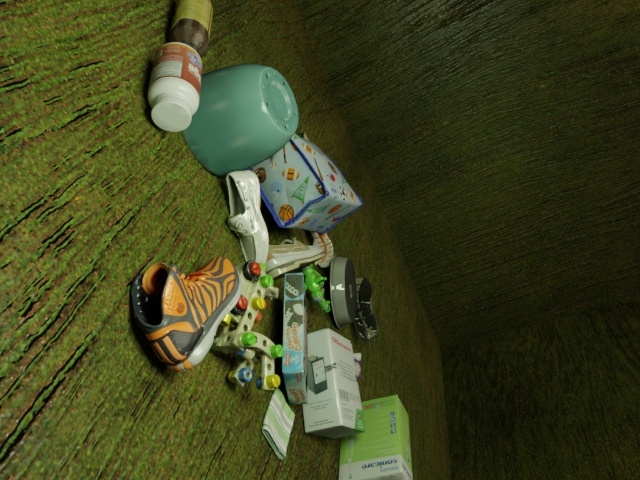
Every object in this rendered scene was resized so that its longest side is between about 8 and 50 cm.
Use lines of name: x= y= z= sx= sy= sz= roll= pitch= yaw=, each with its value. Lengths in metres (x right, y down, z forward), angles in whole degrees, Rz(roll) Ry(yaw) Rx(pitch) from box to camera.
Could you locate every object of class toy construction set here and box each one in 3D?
toy construction set: x=-0.162 y=0.178 z=1.263 sx=0.215 sy=0.151 sz=0.328 roll=51 pitch=23 yaw=-32

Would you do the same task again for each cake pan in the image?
cake pan: x=0.094 y=0.197 z=2.056 sx=0.293 sy=0.054 sz=0.294 roll=-4 pitch=90 yaw=-76

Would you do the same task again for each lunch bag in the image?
lunch bag: x=-0.088 y=-0.224 z=1.732 sx=0.386 sy=0.238 sz=0.328 roll=59 pitch=17 yaw=14

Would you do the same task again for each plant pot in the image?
plant pot: x=-0.203 y=-0.345 z=1.444 sx=0.293 sy=0.235 sz=0.293 roll=36 pitch=47 yaw=-52

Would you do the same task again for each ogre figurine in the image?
ogre figurine: x=-0.022 y=0.148 z=1.808 sx=0.118 sy=0.096 sz=0.197 roll=49 pitch=37 yaw=-75

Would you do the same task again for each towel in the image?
towel: x=-0.104 y=0.469 z=1.357 sx=0.152 sy=0.023 sz=0.113 roll=-71 pitch=140 yaw=-63

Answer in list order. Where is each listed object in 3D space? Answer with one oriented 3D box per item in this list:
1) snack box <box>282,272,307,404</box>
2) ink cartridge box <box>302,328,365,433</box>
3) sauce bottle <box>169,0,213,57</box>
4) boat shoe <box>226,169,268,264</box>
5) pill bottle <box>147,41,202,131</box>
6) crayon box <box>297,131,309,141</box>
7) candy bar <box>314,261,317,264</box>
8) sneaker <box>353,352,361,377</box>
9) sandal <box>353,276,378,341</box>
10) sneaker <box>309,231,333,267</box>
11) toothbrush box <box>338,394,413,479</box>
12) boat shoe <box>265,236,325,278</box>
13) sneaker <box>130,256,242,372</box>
snack box: x=-0.069 y=0.274 z=1.494 sx=0.187 sy=0.060 sz=0.322 roll=85 pitch=2 yaw=-48
ink cartridge box: x=0.031 y=0.444 z=1.621 sx=0.211 sy=0.121 sz=0.289 roll=44 pitch=32 yaw=-55
sauce bottle: x=-0.367 y=-0.584 z=1.479 sx=0.111 sy=0.111 sz=0.345 roll=53 pitch=25 yaw=-45
boat shoe: x=-0.216 y=-0.056 z=1.459 sx=0.096 sy=0.098 sz=0.277 roll=-9 pitch=88 yaw=-46
pill bottle: x=-0.355 y=-0.374 z=1.287 sx=0.121 sy=0.121 sz=0.216 roll=50 pitch=28 yaw=-49
crayon box: x=-0.036 y=-0.259 z=2.186 sx=0.323 sy=0.083 sz=0.203 roll=58 pitch=22 yaw=-35
candy bar: x=-0.046 y=0.058 z=1.935 sx=0.161 sy=0.018 sz=0.040 roll=27 pitch=66 yaw=-65
sneaker: x=0.092 y=0.454 z=1.858 sx=0.236 sy=0.095 sz=0.105 roll=27 pitch=55 yaw=-67
sandal: x=0.170 y=0.294 z=2.250 sx=0.086 sy=0.120 sz=0.303 roll=96 pitch=-10 yaw=-59
sneaker: x=0.000 y=0.000 z=2.051 sx=0.083 sy=0.084 sz=0.215 roll=82 pitch=-3 yaw=-87
toothbrush box: x=0.178 y=0.667 z=1.703 sx=0.283 sy=0.206 sz=0.122 roll=-83 pitch=150 yaw=-55
boat shoe: x=-0.084 y=0.042 z=1.648 sx=0.103 sy=0.113 sz=0.302 roll=62 pitch=28 yaw=7
sneaker: x=-0.268 y=0.094 z=1.077 sx=0.321 sy=0.124 sz=0.180 roll=-80 pitch=148 yaw=-56
